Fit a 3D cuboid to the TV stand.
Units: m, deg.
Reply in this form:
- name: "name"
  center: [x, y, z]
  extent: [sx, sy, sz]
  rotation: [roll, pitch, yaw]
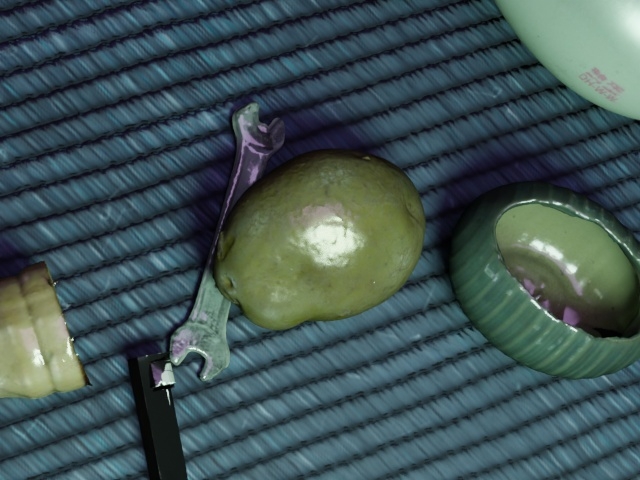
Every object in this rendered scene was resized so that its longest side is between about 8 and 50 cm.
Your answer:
- name: "TV stand"
  center: [-0.149, 0.242, 1.913]
  extent: [0.040, 0.049, 0.256]
  rotation: [-10, 85, -19]

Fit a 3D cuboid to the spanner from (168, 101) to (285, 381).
- name: "spanner"
  center: [-0.095, 0.000, 1.980]
  extent: [0.071, 0.017, 0.302]
  rotation: [19, 78, -15]

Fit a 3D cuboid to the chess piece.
- name: "chess piece"
  center: [-0.384, 0.129, 1.831]
  extent: [0.301, 0.137, 0.137]
  rotation: [-20, 89, -8]

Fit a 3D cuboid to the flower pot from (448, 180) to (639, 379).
- name: "flower pot"
  center: [0.248, 0.044, 2.007]
  extent: [0.243, 0.157, 0.189]
  rotation: [39, 75, -10]

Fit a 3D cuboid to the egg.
- name: "egg"
  center: [0.309, -0.283, 2.034]
  extent: [0.371, 0.230, 0.230]
  rotation: [41, 73, -4]

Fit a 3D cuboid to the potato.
- name: "potato"
  center: [0.000, 0.000, 1.934]
  extent: [0.235, 0.160, 0.178]
  rotation: [-28, 94, -13]
